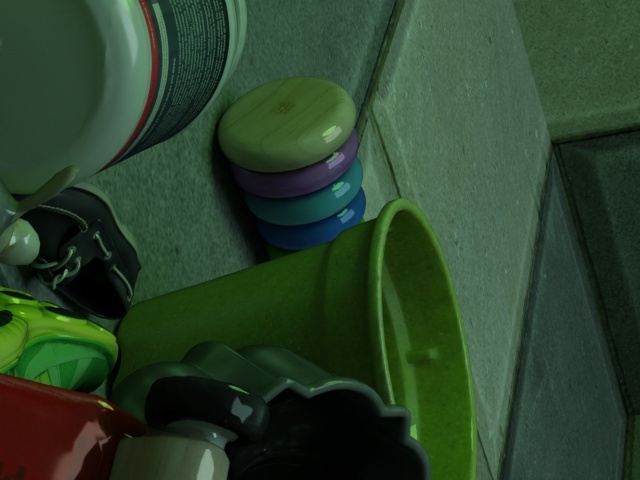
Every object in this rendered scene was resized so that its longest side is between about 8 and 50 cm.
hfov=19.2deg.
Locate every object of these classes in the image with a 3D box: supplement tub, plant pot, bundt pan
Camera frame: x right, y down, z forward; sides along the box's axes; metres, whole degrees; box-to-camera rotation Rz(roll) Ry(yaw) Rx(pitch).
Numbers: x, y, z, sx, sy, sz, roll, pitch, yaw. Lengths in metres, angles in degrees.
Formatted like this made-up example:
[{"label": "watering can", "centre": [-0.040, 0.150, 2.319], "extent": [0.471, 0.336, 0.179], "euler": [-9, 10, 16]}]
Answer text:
[{"label": "supplement tub", "centre": [-0.174, -0.148, 1.376], "extent": [0.272, 0.191, 0.191], "euler": [-38, 117, -69]}, {"label": "plant pot", "centre": [-0.027, 0.121, 1.590], "extent": [0.276, 0.254, 0.276], "euler": [-10, 90, -73]}, {"label": "bundt pan", "centre": [-0.085, 0.210, 1.363], "extent": [0.124, 0.331, 0.331], "euler": [39, -17, 44]}]

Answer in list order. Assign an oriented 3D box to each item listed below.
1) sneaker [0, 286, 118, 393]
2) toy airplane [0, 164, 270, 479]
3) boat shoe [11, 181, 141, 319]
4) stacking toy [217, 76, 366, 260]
[{"label": "sneaker", "centre": [-0.227, 0.097, 1.282], "extent": [0.295, 0.109, 0.123], "euler": [2, 108, -76]}, {"label": "toy airplane", "centre": [-0.244, 0.109, 0.926], "extent": [0.386, 0.272, 0.384], "euler": [-29, 90, -28]}, {"label": "boat shoe", "centre": [-0.189, 0.007, 1.447], "extent": [0.206, 0.075, 0.065], "euler": [50, 32, -66]}, {"label": "stacking toy", "centre": [0.000, 0.000, 1.955], "extent": [0.141, 0.141, 0.330], "euler": [-76, 156, -51]}]
